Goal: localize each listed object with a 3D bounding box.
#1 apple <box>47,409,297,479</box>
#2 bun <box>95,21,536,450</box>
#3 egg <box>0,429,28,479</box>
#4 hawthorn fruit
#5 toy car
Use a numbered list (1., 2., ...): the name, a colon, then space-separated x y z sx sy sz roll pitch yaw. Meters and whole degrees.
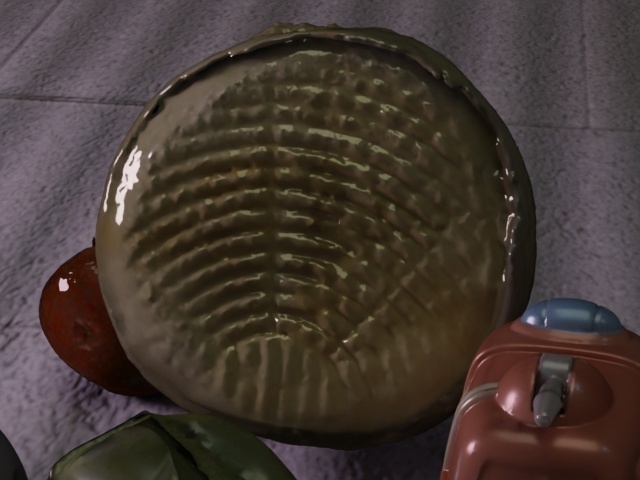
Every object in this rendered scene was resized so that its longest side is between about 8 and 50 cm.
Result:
1. apple: -0.093 0.219 1.286 0.207 0.174 0.188 -13 53 -43
2. bun: 0.003 -0.003 1.566 0.364 0.364 0.202 4 5 6
3. egg: -0.292 0.190 1.319 0.176 0.176 0.232 -15 10 -33
4. hawthorn fruit: -0.176 0.083 1.678 0.149 0.189 0.149 -8 -18 -3
5. toy car: 0.175 0.160 1.379 0.180 0.212 0.270 6 23 13
